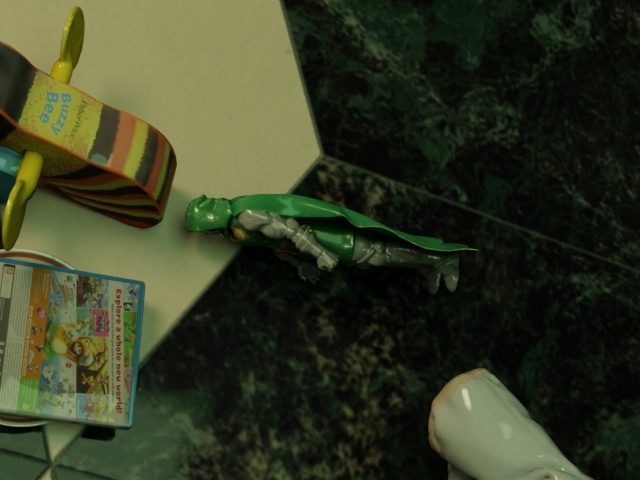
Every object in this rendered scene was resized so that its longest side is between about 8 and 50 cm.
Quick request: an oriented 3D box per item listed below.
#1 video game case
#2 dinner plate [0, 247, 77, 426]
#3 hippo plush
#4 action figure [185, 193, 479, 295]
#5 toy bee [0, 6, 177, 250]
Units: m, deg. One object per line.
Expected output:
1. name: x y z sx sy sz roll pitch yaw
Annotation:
1. video game case: -0.219 0.075 0.993 0.166 0.015 0.119 11 67 -21
2. dinner plate: -0.232 0.075 1.005 0.141 0.017 0.141 9 68 -23
3. hippo plush: 0.131 0.277 1.007 0.236 0.294 0.234 -42 137 -7
4. action figure: 0.000 0.000 1.097 0.232 0.137 0.063 13 80 -12
5. toy bee: -0.238 -0.089 0.979 0.298 0.162 0.195 -1 74 -26
